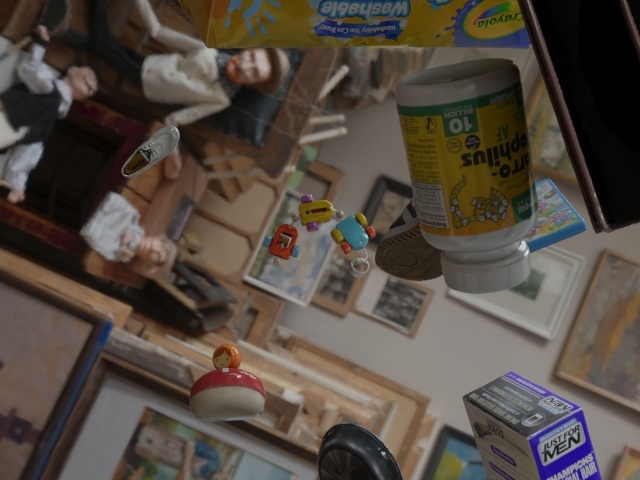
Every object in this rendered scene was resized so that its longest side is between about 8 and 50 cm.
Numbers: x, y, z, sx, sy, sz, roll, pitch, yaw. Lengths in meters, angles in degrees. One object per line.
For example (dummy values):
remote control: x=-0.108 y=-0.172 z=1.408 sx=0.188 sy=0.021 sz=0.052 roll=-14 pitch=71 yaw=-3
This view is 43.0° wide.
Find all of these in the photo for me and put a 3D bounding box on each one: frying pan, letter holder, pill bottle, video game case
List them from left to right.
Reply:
frying pan: x=0.056 y=0.479 z=1.468 sx=0.053 sy=0.197 sz=0.326 roll=-18 pitch=125 yaw=-45
pill bottle: x=0.146 y=-0.060 z=0.783 sx=0.117 sy=0.117 sz=0.208 roll=-49 pitch=131 yaw=-61
video game case: x=0.249 y=-0.025 z=1.006 sx=0.166 sy=0.119 sz=0.015 roll=-87 pitch=152 yaw=-69
letter holder: x=0.258 y=-0.170 z=0.679 sx=0.214 sy=0.152 sz=0.302 roll=-3 pitch=75 yaw=-67

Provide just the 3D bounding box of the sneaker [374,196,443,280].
sneaker: x=0.161 y=-0.062 z=1.067 sx=0.282 sy=0.099 sz=0.153 roll=123 pitch=-13 yaw=-58

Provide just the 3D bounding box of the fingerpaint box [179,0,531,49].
fingerpaint box: x=0.084 y=-0.410 z=0.892 sx=0.444 sy=0.163 sz=0.371 roll=-7 pitch=134 yaw=-25

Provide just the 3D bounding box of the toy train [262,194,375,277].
toy train: x=0.000 y=0.000 z=1.264 sx=0.046 sy=0.166 sz=0.125 roll=105 pitch=1 yaw=-73

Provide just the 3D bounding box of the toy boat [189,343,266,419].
toy boat: x=-0.187 y=0.284 z=1.639 sx=0.231 sy=0.151 sz=0.151 roll=108 pitch=-22 yaw=-74

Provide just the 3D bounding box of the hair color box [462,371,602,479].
hair color box: x=0.349 y=0.393 z=1.253 sx=0.110 sy=0.339 sz=0.185 roll=-25 pitch=-164 yaw=-15

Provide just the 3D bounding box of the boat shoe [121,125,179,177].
boat shoe: x=-0.239 y=-0.123 z=1.135 sx=0.100 sy=0.035 sz=0.035 roll=-36 pitch=-170 yaw=9
